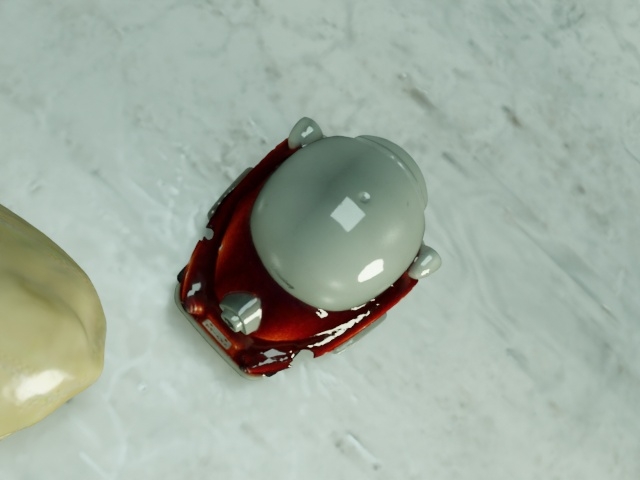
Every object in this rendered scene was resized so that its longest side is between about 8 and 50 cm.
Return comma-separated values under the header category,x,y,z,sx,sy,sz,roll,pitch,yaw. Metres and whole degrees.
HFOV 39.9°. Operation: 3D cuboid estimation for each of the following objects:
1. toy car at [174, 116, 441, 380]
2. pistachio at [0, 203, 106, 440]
category,x,y,z,sx,sy,sz,roll,pitch,yaw
toy car,0.000,0.000,0.441,0.112,0.112,0.139,47,67,-1
pistachio,-0.193,0.024,0.373,0.201,0.117,0.145,5,68,-17
